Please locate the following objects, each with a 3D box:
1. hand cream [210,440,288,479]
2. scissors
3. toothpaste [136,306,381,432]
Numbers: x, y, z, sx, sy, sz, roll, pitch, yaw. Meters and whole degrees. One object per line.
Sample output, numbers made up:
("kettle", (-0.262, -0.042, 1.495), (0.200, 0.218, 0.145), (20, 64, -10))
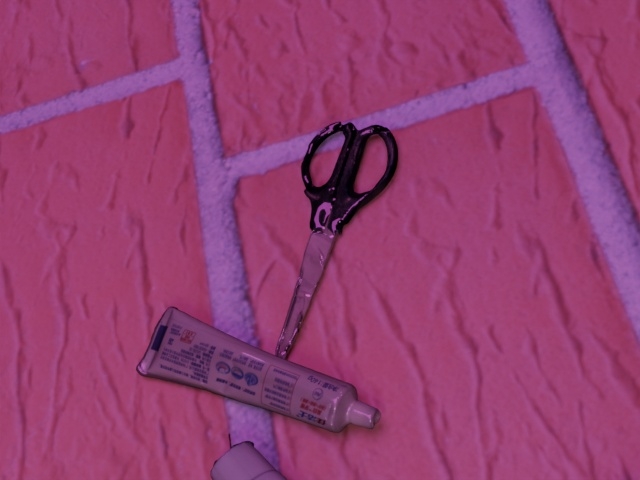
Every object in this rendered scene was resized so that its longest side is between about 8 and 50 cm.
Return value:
("hand cream", (0.016, 0.303, 0.956), (0.085, 0.058, 0.331), (-39, 56, -11))
("scissors", (0.000, 0.000, 1.174), (0.109, 0.022, 0.300), (7, 62, 25))
("toothpaste", (-0.062, 0.134, 1.093), (0.268, 0.047, 0.069), (16, 105, 27))
